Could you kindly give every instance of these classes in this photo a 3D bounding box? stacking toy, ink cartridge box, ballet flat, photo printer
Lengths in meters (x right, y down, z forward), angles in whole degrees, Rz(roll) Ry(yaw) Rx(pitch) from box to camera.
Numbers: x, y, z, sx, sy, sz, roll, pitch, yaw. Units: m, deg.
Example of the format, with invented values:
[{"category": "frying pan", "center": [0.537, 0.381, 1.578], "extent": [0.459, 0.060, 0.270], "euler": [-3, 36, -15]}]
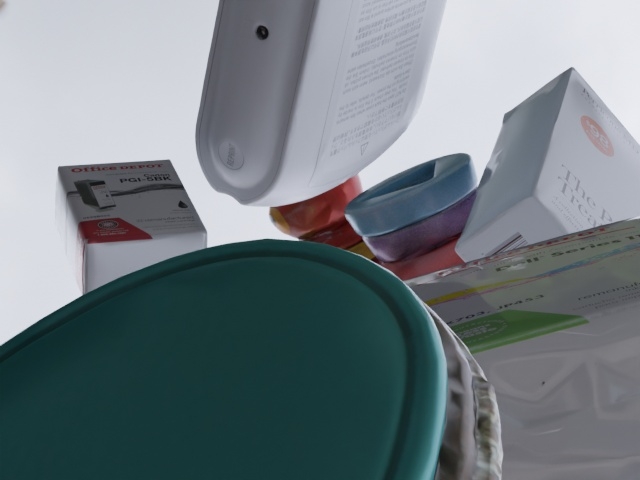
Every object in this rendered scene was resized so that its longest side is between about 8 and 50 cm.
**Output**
[{"category": "stacking toy", "center": [0.000, 0.000, 1.854], "extent": [0.279, 0.130, 0.309], "euler": [-31, -167, -30]}, {"category": "ink cartridge box", "center": [-0.152, -0.011, 1.537], "extent": [0.099, 0.056, 0.135], "euler": [-5, -151, -17]}, {"category": "ink cartridge box", "center": [0.164, 0.075, 1.350], "extent": [0.207, 0.119, 0.353], "euler": [-15, -172, 1]}, {"category": "ballet flat", "center": [-0.120, 0.194, 0.333], "extent": [0.164, 0.182, 0.483], "euler": [15, -138, 30]}, {"category": "photo printer", "center": [0.011, -0.182, 1.608], "extent": [0.107, 0.308, 0.256], "euler": [26, -149, 24]}]

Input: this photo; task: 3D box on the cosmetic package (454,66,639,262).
[{"category": "cosmetic package", "center": [0.295, 0.056, 1.743], "extent": [0.097, 0.377, 0.284], "euler": [-36, -166, 26]}]
